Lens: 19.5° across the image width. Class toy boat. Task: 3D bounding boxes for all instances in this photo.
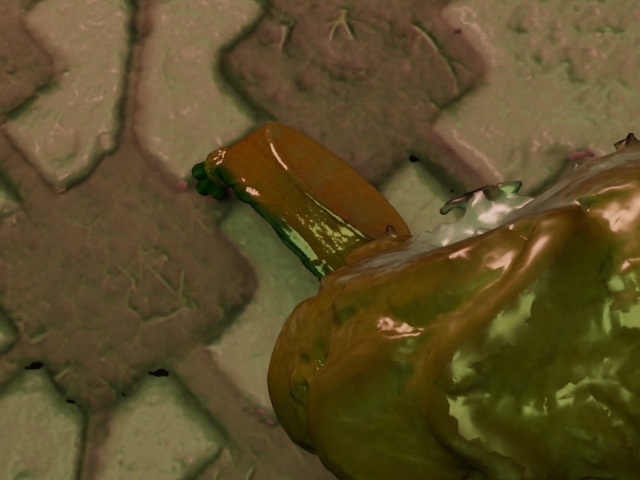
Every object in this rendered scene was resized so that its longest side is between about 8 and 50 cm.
[{"bbox_3d":[0.000,0.000,1.304,0.229,0.089,0.088,44,122,21],"label":"toy boat"}]

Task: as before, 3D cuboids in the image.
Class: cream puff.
[{"bbox_3d":[0.137,0.103,1.106,0.323,0.274,0.270,-24,95,25],"label":"cream puff"}]
